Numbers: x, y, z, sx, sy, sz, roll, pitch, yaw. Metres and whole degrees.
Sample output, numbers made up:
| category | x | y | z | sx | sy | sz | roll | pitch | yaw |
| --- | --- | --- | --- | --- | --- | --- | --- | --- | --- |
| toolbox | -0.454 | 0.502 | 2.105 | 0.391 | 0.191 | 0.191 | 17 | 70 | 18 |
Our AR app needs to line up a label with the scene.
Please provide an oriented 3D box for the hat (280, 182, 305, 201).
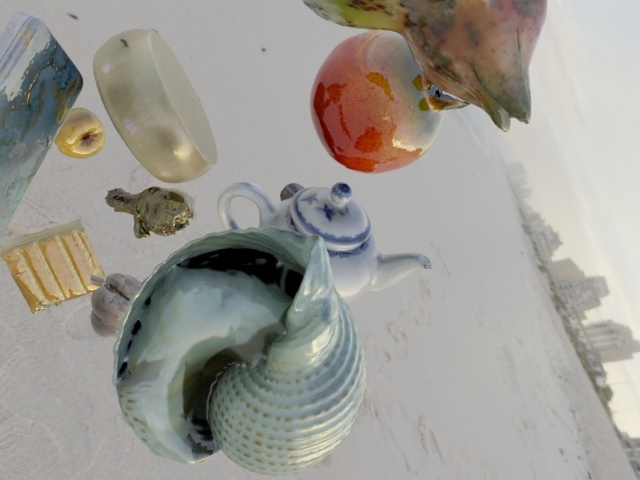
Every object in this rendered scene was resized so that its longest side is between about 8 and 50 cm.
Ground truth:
| category | x | y | z | sx | sy | sz | roll | pitch | yaw |
| --- | --- | --- | --- | --- | --- | --- | --- | --- | --- |
| hat | -0.047 | -0.088 | 0.949 | 0.087 | 0.058 | 0.042 | 28 | 18 | -22 |

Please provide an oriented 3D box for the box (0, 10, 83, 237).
| category | x | y | z | sx | sy | sz | roll | pitch | yaw |
| --- | --- | --- | --- | --- | --- | --- | --- | --- | --- |
| box | -0.389 | -0.125 | 0.521 | 0.142 | 0.044 | 0.284 | 107 | 2 | -75 |

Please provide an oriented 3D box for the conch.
| category | x | y | z | sx | sy | sz | roll | pitch | yaw |
| --- | --- | --- | --- | --- | --- | --- | --- | --- | --- |
| conch | -0.085 | 0.128 | 0.552 | 0.215 | 0.304 | 0.318 | -130 | -128 | -78 |

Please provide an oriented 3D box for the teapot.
| category | x | y | z | sx | sy | sz | roll | pitch | yaw |
| --- | --- | --- | --- | --- | --- | --- | --- | --- | --- |
| teapot | 0.000 | 0.000 | 0.833 | 0.425 | 0.279 | 0.252 | 22 | 41 | 0 |

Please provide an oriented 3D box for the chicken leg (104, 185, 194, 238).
| category | x | y | z | sx | sy | sz | roll | pitch | yaw |
| --- | --- | --- | --- | --- | --- | --- | --- | --- | --- |
| chicken leg | -0.351 | -0.060 | 0.862 | 0.088 | 0.228 | 0.103 | -39 | 130 | -59 |

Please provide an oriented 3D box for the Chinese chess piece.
| category | x | y | z | sx | sy | sz | roll | pitch | yaw |
| --- | --- | --- | --- | --- | --- | --- | --- | --- | --- |
| Chinese chess piece | -0.284 | -0.234 | 0.765 | 0.273 | 0.102 | 0.272 | -21 | 90 | -88 |

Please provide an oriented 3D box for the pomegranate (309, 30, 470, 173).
| category | x | y | z | sx | sy | sz | roll | pitch | yaw |
| --- | --- | --- | --- | --- | --- | --- | --- | --- | --- |
| pomegranate | 0.108 | -0.220 | 0.682 | 0.221 | 0.257 | 0.220 | 1 | 89 | -53 |

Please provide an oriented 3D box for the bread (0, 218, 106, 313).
| category | x | y | z | sx | sy | sz | roll | pitch | yaw |
| --- | --- | --- | --- | --- | --- | --- | --- | --- | --- |
| bread | -0.828 | 0.085 | 1.341 | 0.111 | 0.240 | 0.245 | 37 | -38 | 49 |

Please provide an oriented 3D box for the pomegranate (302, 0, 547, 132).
| category | x | y | z | sx | sy | sz | roll | pitch | yaw |
| --- | --- | --- | --- | --- | --- | --- | --- | --- | --- |
| pomegranate | 0.089 | -0.223 | 0.287 | 0.277 | 0.222 | 0.203 | 32 | 85 | -23 |

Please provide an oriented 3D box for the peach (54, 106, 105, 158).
| category | x | y | z | sx | sy | sz | roll | pitch | yaw |
| --- | --- | --- | --- | --- | --- | --- | --- | --- | --- |
| peach | -0.825 | -0.361 | 1.458 | 0.179 | 0.103 | 0.179 | -53 | 156 | -36 |

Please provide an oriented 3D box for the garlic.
| category | x | y | z | sx | sy | sz | roll | pitch | yaw |
| --- | --- | --- | --- | --- | --- | --- | --- | --- | --- |
| garlic | -0.420 | 0.115 | 0.875 | 0.194 | 0.131 | 0.127 | 35 | 10 | 27 |
